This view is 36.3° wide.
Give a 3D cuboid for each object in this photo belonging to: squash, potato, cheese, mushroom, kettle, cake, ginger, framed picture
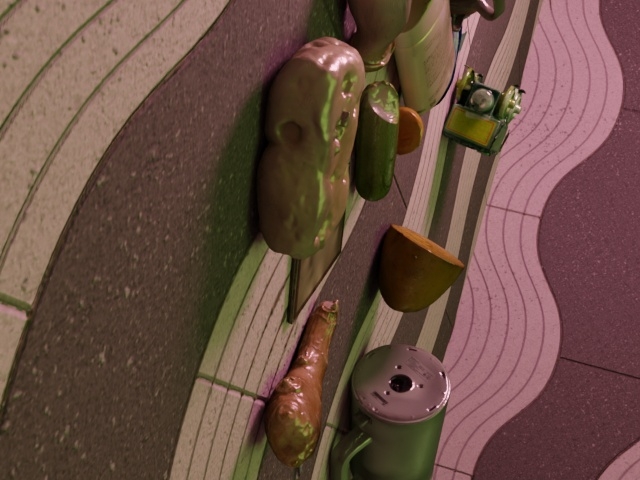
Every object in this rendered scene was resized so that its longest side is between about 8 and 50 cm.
[{"bbox_3d":[0.090,-0.156,1.561,0.239,0.069,0.069,90,20,-45],"label":"squash"},{"bbox_3d":[0.184,0.071,1.984,0.158,0.178,0.203,-62,-169,5],"label":"potato"},{"bbox_3d":[-0.010,-0.108,1.191,0.159,0.093,0.263,-44,146,-62],"label":"cheese"},{"bbox_3d":[0.077,-0.323,1.326,0.212,0.088,0.097,90,-12,-60],"label":"mushroom"},{"bbox_3d":[0.151,0.416,2.079,0.318,0.205,0.265,93,16,-46],"label":"kettle"},{"bbox_3d":[0.137,-0.190,1.682,0.044,0.084,0.084,-53,153,-63],"label":"cake"},{"bbox_3d":[-0.024,0.209,1.480,0.131,0.086,0.294,75,23,-45],"label":"ginger"},{"bbox_3d":[0.000,0.000,1.491,0.231,0.010,0.173,-53,153,-56],"label":"framed picture"}]

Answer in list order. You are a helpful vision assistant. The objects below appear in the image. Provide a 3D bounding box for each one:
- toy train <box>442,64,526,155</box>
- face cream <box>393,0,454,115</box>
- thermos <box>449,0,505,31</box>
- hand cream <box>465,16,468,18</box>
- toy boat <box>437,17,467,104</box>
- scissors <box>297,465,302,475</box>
[{"bbox_3d":[0.401,-0.314,2.420,0.188,0.159,0.271,-68,167,10],"label":"toy train"},{"bbox_3d":[0.172,-0.355,1.650,0.348,0.081,0.173,59,51,-70],"label":"face cream"},{"bbox_3d":[0.254,-0.479,1.687,0.146,0.176,0.265,-37,161,-5],"label":"thermos"},{"bbox_3d":[0.280,-0.531,1.980,0.224,0.048,0.083,69,40,-58],"label":"hand cream"},{"bbox_3d":[0.250,-0.364,1.967,0.291,0.070,0.210,34,72,-77],"label":"toy boat"},{"bbox_3d":[-0.024,0.309,1.689,0.248,0.017,0.144,91,20,-45],"label":"scissors"}]
